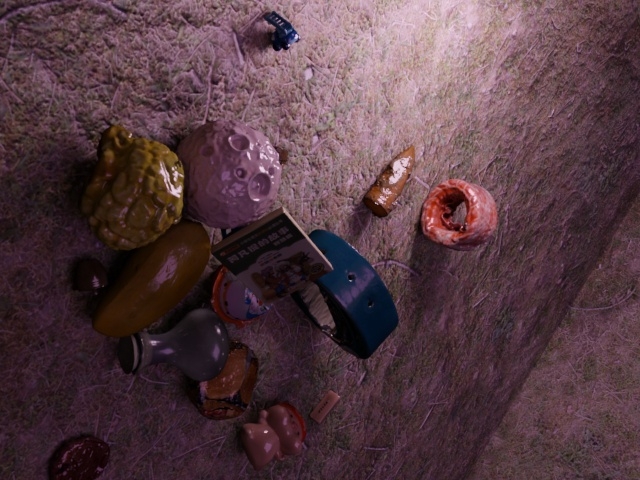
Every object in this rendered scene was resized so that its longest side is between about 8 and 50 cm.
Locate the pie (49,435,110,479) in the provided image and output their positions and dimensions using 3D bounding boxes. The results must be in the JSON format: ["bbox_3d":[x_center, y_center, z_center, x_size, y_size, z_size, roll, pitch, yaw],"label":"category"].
[{"bbox_3d":[-0.585,0.540,1.727,0.154,0.038,0.153,-26,128,-39],"label":"pie"}]

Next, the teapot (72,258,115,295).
[{"bbox_3d":[-0.507,0.080,1.592,0.110,0.085,0.080,-27,106,-71],"label":"teapot"}]

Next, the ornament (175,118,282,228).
[{"bbox_3d":[-0.211,-0.152,1.654,0.259,0.225,0.259,-22,123,-38],"label":"ornament"}]

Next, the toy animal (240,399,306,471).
[{"bbox_3d":[-0.136,0.580,2.131,0.198,0.171,0.171,-27,126,-28],"label":"toy animal"}]

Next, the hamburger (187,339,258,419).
[{"bbox_3d":[-0.266,0.377,1.938,0.231,0.107,0.230,-17,115,-39],"label":"hamburger"}]

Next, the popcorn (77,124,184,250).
[{"bbox_3d":[-0.399,-0.114,1.494,0.237,0.206,0.251,-35,90,-1],"label":"popcorn"}]

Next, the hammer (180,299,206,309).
[{"bbox_3d":[-0.343,0.161,1.823,0.110,0.019,0.035,26,88,-44],"label":"hammer"}]

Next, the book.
[{"bbox_3d":[-0.112,0.046,1.729,0.202,0.027,0.264,-29,137,10],"label":"book"}]

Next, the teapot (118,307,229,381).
[{"bbox_3d":[-0.357,0.263,1.747,0.251,0.183,0.183,-1,109,-36],"label":"teapot"}]

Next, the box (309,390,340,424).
[{"bbox_3d":[0.015,0.552,2.357,0.115,0.048,0.025,-47,142,-20],"label":"box"}]

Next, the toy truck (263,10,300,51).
[{"bbox_3d":[-0.097,-0.511,1.732,0.056,0.073,0.090,-43,120,-25],"label":"toy truck"}]

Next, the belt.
[{"bbox_3d":[0.055,0.157,2.024,0.173,0.300,0.436,-44,137,-21],"label":"belt"}]

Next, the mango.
[{"bbox_3d":[-0.380,0.090,1.653,0.331,0.142,0.195,-52,156,-4],"label":"mango"}]

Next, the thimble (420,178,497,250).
[{"bbox_3d":[0.465,-0.082,2.407,0.162,0.239,0.239,15,97,-49],"label":"thimble"}]

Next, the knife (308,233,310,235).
[{"bbox_3d":[0.000,0.000,2.108,0.121,0.018,0.031,16,94,-47],"label":"knife"}]

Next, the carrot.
[{"bbox_3d":[0.229,-0.195,2.217,0.263,0.102,0.102,-57,139,-20],"label":"carrot"}]

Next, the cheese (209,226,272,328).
[{"bbox_3d":[-0.201,0.080,1.846,0.217,0.129,0.329,-24,124,-39],"label":"cheese"}]

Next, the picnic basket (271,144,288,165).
[{"bbox_3d":[-0.121,-0.202,1.847,0.072,0.072,0.083,15,96,-49],"label":"picnic basket"}]
